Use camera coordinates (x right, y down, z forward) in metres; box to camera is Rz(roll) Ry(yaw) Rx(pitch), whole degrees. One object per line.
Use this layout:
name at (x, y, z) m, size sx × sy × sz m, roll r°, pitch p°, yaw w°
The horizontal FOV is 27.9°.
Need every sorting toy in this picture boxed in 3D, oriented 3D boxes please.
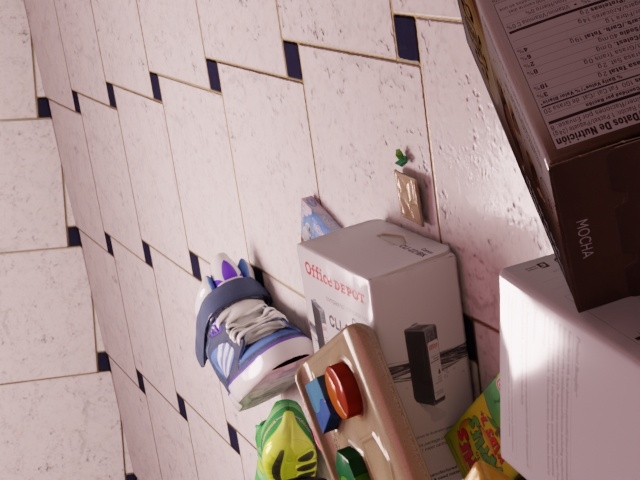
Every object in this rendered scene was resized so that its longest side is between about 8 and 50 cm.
sorting toy at (0.100, -0.061, 1.454) m, size 0.062 × 0.012 × 0.083 m, roll -142°, pitch 38°, yaw -64°
sorting toy at (0.055, 0.260, 1.431) m, size 0.307 × 0.041 × 0.229 m, roll 69°, pitch 157°, yaw 11°

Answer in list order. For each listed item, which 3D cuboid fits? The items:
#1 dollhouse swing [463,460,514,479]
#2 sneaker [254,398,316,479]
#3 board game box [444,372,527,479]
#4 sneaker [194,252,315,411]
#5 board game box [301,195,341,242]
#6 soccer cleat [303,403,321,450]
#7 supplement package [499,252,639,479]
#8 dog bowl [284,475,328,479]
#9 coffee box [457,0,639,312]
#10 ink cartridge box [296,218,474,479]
dollhouse swing at (0.154, 0.452, 1.121) m, size 0.305 × 0.315 × 0.347 m, roll -40°, pitch 36°, yaw 21°
sneaker at (-0.052, 0.343, 2.010) m, size 0.295 × 0.109 × 0.123 m, roll 105°, pitch 167°, yaw -55°
board game box at (0.195, 0.205, 1.343) m, size 0.092 × 0.043 × 0.181 m, roll 65°, pitch 154°, yaw 23°
sneaker at (-0.118, 0.120, 1.950) m, size 0.236 × 0.130 × 0.323 m, roll 66°, pitch 163°, yaw 11°
board game box at (0.000, 0.000, 1.732) m, size 0.090 × 0.020 × 0.090 m, roll -131°, pitch 35°, yaw -49°
soccer cleat at (0.017, 0.239, 1.745) m, size 0.248 × 0.095 × 0.083 m, roll 39°, pitch 139°, yaw 56°
supplement package at (0.279, 0.129, 0.915) m, size 0.293 × 0.175 × 0.177 m, roll 39°, pitch 139°, yaw 56°
dog bowl at (-0.054, 0.534, 1.751) m, size 0.150 × 0.408 × 0.408 m, roll 31°, pitch 135°, yaw 35°
coffee box at (0.183, -0.122, 0.917) m, size 0.168 × 0.119 × 0.297 m, roll 66°, pitch -173°, yaw -51°
ink cartridge box at (0.079, 0.131, 1.494) m, size 0.197 × 0.114 × 0.273 m, roll 26°, pitch 127°, yaw 62°
